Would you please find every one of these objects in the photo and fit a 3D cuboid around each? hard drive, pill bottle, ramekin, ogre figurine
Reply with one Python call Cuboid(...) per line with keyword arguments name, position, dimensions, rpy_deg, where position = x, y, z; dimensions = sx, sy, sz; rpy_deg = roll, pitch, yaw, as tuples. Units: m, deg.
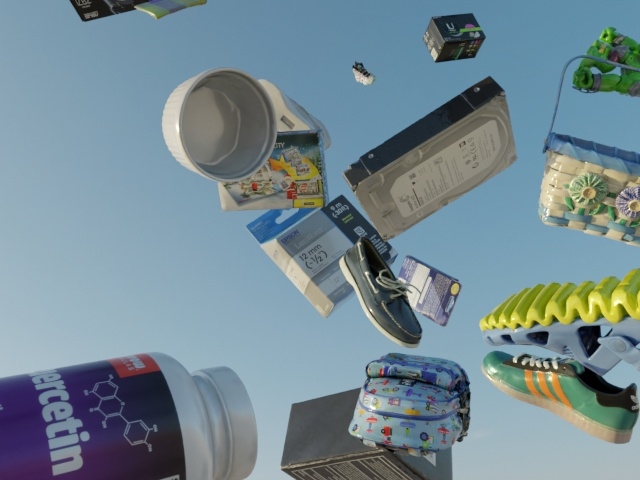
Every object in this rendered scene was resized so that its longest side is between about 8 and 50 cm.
Cuboid(name="hard drive", position=(0.230, -0.152, 1.243), dimensions=(0.339, 0.064, 0.237), rpy_deg=(-31, -35, 4))
Cuboid(name="pill bottle", position=(-0.230, 0.208, 0.580), dimensions=(0.323, 0.181, 0.181), rpy_deg=(-5, -26, -35))
Cuboid(name="ramekin", position=(-0.195, -0.214, 1.143), dimensions=(0.207, 0.207, 0.109), rpy_deg=(20, -5, -41))
Cuboid(name="ogre figurine", position=(0.528, -0.310, 1.083), dimensions=(0.197, 0.118, 0.096), rpy_deg=(-34, -34, -51))

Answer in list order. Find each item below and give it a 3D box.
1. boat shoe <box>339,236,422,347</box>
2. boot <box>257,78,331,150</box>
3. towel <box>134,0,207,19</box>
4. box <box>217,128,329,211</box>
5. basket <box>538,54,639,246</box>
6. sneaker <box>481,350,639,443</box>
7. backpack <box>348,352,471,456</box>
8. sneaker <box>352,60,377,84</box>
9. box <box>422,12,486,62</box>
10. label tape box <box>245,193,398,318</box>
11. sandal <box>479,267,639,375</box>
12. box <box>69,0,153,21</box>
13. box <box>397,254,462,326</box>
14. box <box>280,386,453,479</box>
Cuboid(name="boat shoe", position=(0.125, 0.094, 1.177), dimensions=(0.095, 0.254, 0.079), rpy_deg=(14, -58, -37))
Cuboid(name="boot", position=(-0.078, -0.336, 1.688), dimensions=(0.095, 0.258, 0.123), rpy_deg=(-45, -14, 21))
Cuboid(name="towel", position=(-0.201, -0.319, 0.829), dimensions=(0.083, 0.060, 0.009), rpy_deg=(-33, -43, -31))
Cuboid(name="box", position=(-0.105, -0.147, 1.299), dimensions=(0.233, 0.044, 0.159), rpy_deg=(-1, -70, 12))
Cuboid(name="basket", position=(0.508, -0.148, 1.037), dimensions=(0.255, 0.288, 0.201), rpy_deg=(15, 15, 13))
Cuboid(name="sneaker", position=(0.459, 0.264, 1.182), dimensions=(0.302, 0.121, 0.108), rpy_deg=(22, 21, 39))
Cuboid(name="backpack", position=(0.122, 0.227, 0.848), dimensions=(0.158, 0.116, 0.173), rpy_deg=(4, -1, 24))
Cuboid(name="sneaker", position=(0.119, -0.485, 1.757), dimensions=(0.038, 0.098, 0.069), rpy_deg=(-41, -57, -13))
Cuboid(name="box", position=(0.233, -0.354, 1.072), dimensions=(0.083, 0.062, 0.052), rpy_deg=(-13, -25, -17))
Cuboid(name="label tape box", position=(0.000, 0.000, 1.673), dimensions=(0.249, 0.347, 0.115), rpy_deg=(-36, -14, -26))
Cuboid(name="sandal", position=(0.359, 0.126, 0.832), dimensions=(0.126, 0.138, 0.317), rpy_deg=(-29, 9, -38))
Cuboid(name="box", position=(-0.484, -0.591, 1.375), dimensions=(0.180, 0.077, 0.147), rpy_deg=(-8, -39, 11))
Cuboid(name="box", position=(0.309, 0.145, 1.758), dimensions=(0.037, 0.225, 0.136), rpy_deg=(12, -78, -40))
Cuboid(name="box", position=(0.115, 0.498, 1.454), dimensions=(0.294, 0.182, 0.296), rpy_deg=(-22, -52, 29))
